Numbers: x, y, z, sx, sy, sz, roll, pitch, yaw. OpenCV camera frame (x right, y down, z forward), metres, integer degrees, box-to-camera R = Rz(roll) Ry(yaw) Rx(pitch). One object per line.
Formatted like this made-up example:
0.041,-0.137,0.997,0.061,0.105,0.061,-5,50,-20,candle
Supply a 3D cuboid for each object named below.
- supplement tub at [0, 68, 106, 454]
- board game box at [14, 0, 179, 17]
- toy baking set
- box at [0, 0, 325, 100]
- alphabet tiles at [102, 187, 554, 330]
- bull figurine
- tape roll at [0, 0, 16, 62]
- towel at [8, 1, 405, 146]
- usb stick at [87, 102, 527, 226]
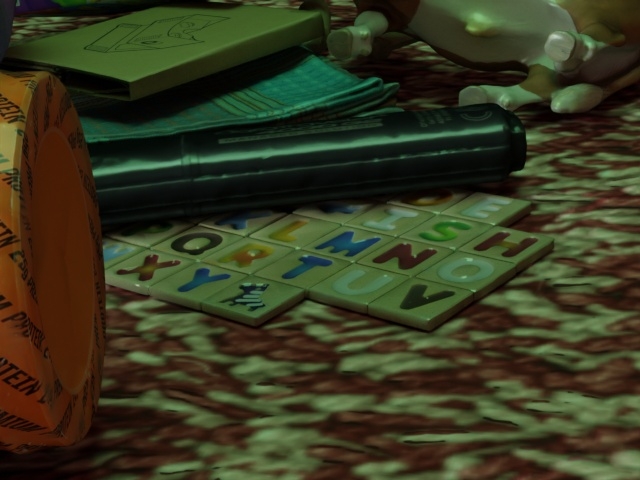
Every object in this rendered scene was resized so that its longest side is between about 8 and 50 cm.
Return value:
-0.257,0.019,0.584,0.315,0.194,0.193,-4,22,2,supplement tub
-0.143,-0.277,1.253,0.275,0.142,0.144,0,8,40,board game box
0.074,-0.192,1.243,0.196,0.030,0.256,-3,23,-2,toy baking set
-0.121,-0.147,1.083,0.164,0.021,0.201,13,27,40,box
0.000,0.000,0.813,0.237,0.009,0.198,13,28,38,alphabet tiles
0.090,-0.175,1.035,0.310,0.101,0.188,19,31,20,bull figurine
-0.344,-0.197,0.983,0.274,0.275,0.090,-1,62,9,tape roll
-0.135,-0.121,1.098,0.271,0.040,0.370,-13,23,-20,towel
-0.019,-0.046,0.859,0.278,0.045,0.077,-7,15,-3,usb stick
